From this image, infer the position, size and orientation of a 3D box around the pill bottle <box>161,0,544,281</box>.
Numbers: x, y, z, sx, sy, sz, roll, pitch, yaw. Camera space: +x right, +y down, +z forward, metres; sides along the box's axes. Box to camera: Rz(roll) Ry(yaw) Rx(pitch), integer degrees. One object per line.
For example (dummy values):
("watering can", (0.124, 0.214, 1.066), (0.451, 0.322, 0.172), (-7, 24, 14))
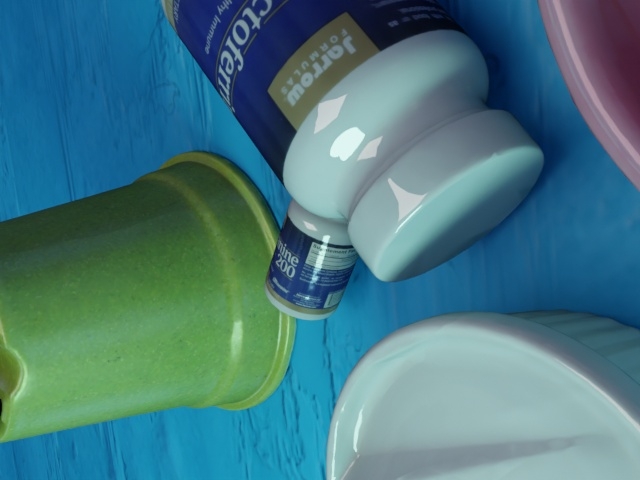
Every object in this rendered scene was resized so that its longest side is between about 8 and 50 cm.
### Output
("pill bottle", (0.016, -0.111, 0.505), (0.265, 0.153, 0.153), (54, 134, 23))

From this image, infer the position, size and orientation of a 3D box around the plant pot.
("plant pot", (-0.207, 0.064, 0.717), (0.276, 0.254, 0.276), (15, 111, 45))

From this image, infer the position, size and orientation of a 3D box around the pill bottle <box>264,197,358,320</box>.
("pill bottle", (0.000, 0.000, 0.612), (0.067, 0.067, 0.120), (42, 128, 33))

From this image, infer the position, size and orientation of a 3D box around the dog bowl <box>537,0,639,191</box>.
("dog bowl", (0.250, -0.139, 0.242), (0.408, 0.150, 0.408), (14, 109, 46))

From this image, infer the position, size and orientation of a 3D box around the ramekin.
("ramekin", (0.138, 0.165, 0.457), (0.273, 0.127, 0.273), (15, 111, 45))
